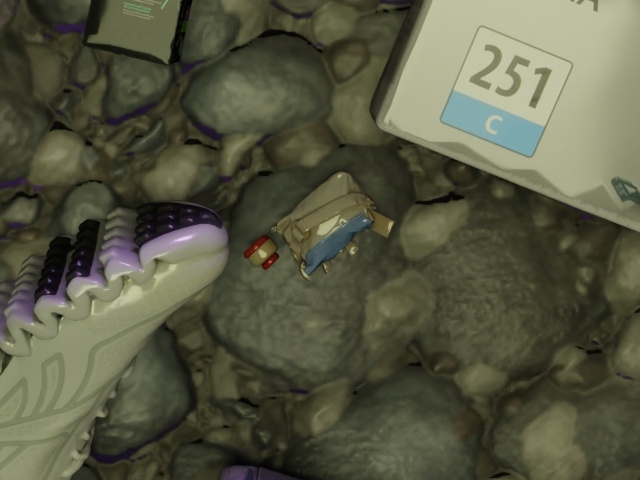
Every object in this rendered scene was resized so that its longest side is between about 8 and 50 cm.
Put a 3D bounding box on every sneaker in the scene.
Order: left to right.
[{"bbox_3d":[-0.164,0.081,0.697,0.292,0.110,0.118,-33,109,13],"label":"sneaker"}]

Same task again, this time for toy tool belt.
[{"bbox_3d":[0.000,0.000,0.707,0.083,0.052,0.051,-41,92,7],"label":"toy tool belt"}]

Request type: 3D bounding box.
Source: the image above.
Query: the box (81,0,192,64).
[{"bbox_3d":[-0.099,-0.147,0.667,0.052,0.062,0.083,13,100,-4],"label":"box"}]

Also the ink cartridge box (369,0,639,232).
[{"bbox_3d":[0.213,-0.135,0.681,0.296,0.066,0.261,21,100,-6],"label":"ink cartridge box"}]

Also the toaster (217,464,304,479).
[{"bbox_3d":[-0.018,0.237,0.716,0.147,0.129,0.227,21,101,-4],"label":"toaster"}]
